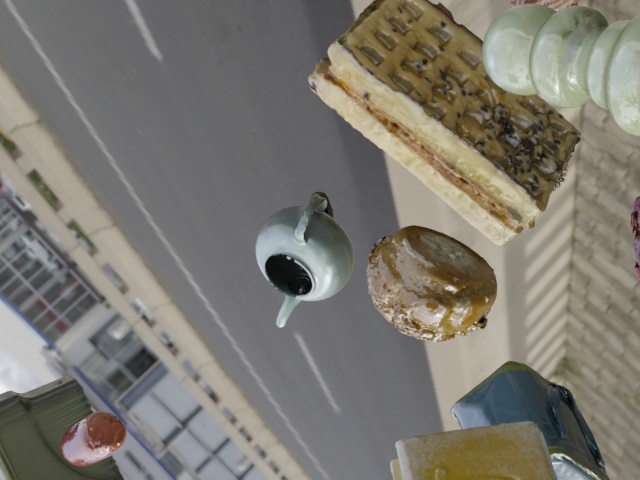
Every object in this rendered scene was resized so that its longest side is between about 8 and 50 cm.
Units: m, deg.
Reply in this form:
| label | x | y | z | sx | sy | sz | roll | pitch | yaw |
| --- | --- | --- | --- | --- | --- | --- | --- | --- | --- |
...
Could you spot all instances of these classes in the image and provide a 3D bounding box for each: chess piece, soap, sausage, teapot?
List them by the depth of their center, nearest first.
| label | x | y | z | sx | sy | sz | roll | pitch | yaw |
| --- | --- | --- | --- | --- | --- | --- | --- | --- | --- |
| soap | 0.151 | 0.281 | 0.749 | 0.073 | 0.140 | 0.232 | 88 | 173 | -55 |
| chess piece | 0.287 | -0.197 | 0.937 | 0.251 | 0.144 | 0.144 | 25 | 155 | 43 |
| sausage | -0.306 | 0.267 | 1.158 | 0.062 | 0.062 | 0.154 | 48 | 145 | -5 |
| teapot | -0.034 | 0.032 | 1.639 | 0.193 | 0.129 | 0.294 | 24 | 137 | 11 |

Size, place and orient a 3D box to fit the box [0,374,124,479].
| label | x | y | z | sx | sy | sz | roll | pitch | yaw |
| --- | --- | --- | --- | --- | --- | --- | --- | --- | --- |
| box | -0.458 | 0.358 | 1.455 | 0.138 | 0.178 | 0.274 | -1 | 112 | 60 |

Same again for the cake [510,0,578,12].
| label | x | y | z | sx | sy | sz | roll | pitch | yaw |
| --- | --- | --- | --- | --- | --- | --- | --- | --- | --- |
| cake | 0.368 | -0.428 | 1.477 | 0.135 | 0.287 | 0.098 | 40 | 133 | 6 |

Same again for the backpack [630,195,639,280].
| label | x | y | z | sx | sy | sz | roll | pitch | yaw |
| --- | --- | --- | --- | --- | --- | --- | --- | --- | --- |
| backpack | 0.652 | -0.007 | 1.567 | 0.139 | 0.229 | 0.229 | -27 | 110 | 41 |

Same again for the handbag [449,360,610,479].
| label | x | y | z | sx | sy | sz | roll | pitch | yaw |
| --- | --- | --- | --- | --- | --- | --- | --- | --- | --- |
| handbag | 0.394 | 0.395 | 1.622 | 0.263 | 0.222 | 0.241 | 39 | -157 | -29 |

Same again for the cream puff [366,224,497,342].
| label | x | y | z | sx | sy | sz | roll | pitch | yaw |
| --- | --- | --- | --- | --- | --- | --- | --- | --- | --- |
| cream puff | 0.127 | 0.056 | 1.031 | 0.165 | 0.115 | 0.150 | 28 | -153 | -1 |

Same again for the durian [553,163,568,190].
| label | x | y | z | sx | sy | sz | roll | pitch | yaw |
| --- | --- | --- | --- | --- | --- | --- | --- | --- | --- |
| durian | 0.350 | -0.140 | 1.512 | 0.168 | 0.137 | 0.158 | 2 | 146 | 32 |

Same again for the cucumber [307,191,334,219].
| label | x | y | z | sx | sy | sz | roll | pitch | yaw |
| --- | --- | --- | --- | --- | --- | --- | --- | --- | --- |
| cucumber | 0.000 | 0.000 | 1.940 | 0.069 | 0.069 | 0.227 | 125 | 144 | -76 |

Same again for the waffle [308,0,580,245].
| label | x | y | z | sx | sy | sz | roll | pitch | yaw |
| --- | --- | --- | --- | --- | --- | --- | --- | --- | --- |
| waffle | 0.187 | -0.189 | 1.254 | 0.376 | 0.261 | 0.114 | 41 | 132 | -2 |
